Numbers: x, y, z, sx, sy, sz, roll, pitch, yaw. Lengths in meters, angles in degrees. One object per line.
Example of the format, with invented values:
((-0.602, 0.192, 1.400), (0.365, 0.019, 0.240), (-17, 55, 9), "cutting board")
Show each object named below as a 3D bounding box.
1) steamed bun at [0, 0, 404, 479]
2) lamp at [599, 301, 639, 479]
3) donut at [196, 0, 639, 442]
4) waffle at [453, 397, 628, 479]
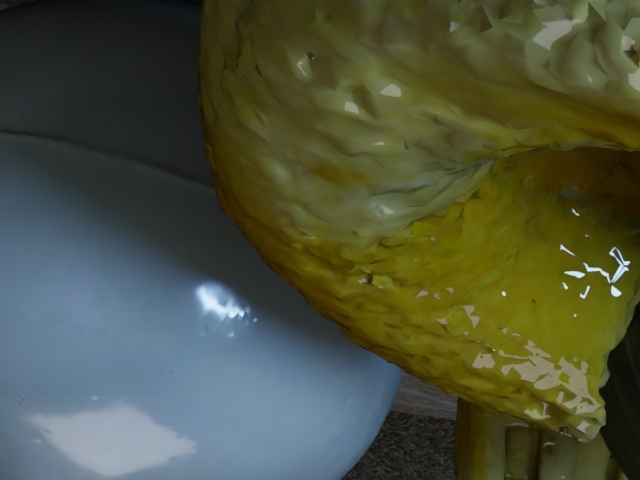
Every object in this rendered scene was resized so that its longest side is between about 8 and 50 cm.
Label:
((-0.103, 0.019, 0.965), (0.333, 0.334, 0.374), (11, 165, -1), "steamed bun")
((0.245, 0.062, 0.916), (0.250, 0.250, 0.284), (15, 151, -21), "lamp")
((0.123, -0.046, 0.583), (0.435, 0.163, 0.377), (3, 157, 42), "donut")
((0.216, 0.076, 1.142), (0.247, 0.221, 0.055), (3, -163, 6), "waffle")
